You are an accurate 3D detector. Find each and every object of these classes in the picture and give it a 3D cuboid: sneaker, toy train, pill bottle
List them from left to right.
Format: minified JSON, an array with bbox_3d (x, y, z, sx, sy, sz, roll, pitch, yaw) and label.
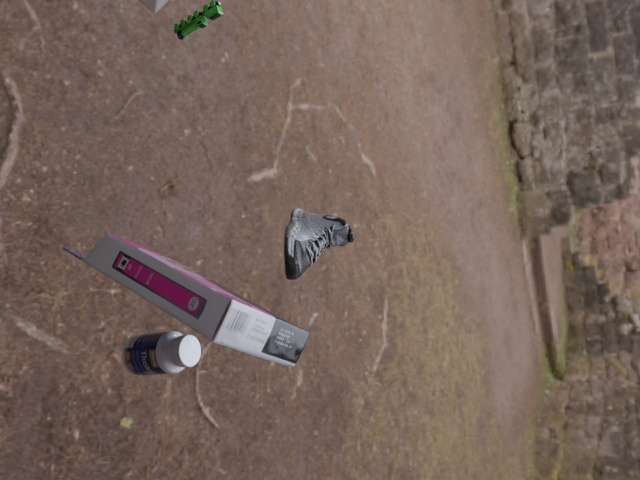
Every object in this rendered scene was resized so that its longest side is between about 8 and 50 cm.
[{"bbox_3d":[-0.250,0.178,1.103,0.067,0.120,0.067,22,64,-53],"label":"pill bottle"},{"bbox_3d":[-0.167,-0.299,0.951,0.017,0.083,0.024,1,70,-60],"label":"toy train"},{"bbox_3d":[0.000,0.000,1.370,0.229,0.132,0.086,-83,174,-60],"label":"sneaker"}]

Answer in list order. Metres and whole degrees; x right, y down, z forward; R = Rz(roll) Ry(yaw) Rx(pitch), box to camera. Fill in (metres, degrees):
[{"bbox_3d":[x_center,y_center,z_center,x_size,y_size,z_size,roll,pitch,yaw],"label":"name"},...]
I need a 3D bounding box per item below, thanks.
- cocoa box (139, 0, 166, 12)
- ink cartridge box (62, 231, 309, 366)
[{"bbox_3d":[-0.226,-0.491,0.927,0.231,0.228,0.347,42,-4,-16],"label":"cocoa box"},{"bbox_3d":[-0.204,0.072,1.016,0.175,0.370,0.069,31,81,-51],"label":"ink cartridge box"}]
